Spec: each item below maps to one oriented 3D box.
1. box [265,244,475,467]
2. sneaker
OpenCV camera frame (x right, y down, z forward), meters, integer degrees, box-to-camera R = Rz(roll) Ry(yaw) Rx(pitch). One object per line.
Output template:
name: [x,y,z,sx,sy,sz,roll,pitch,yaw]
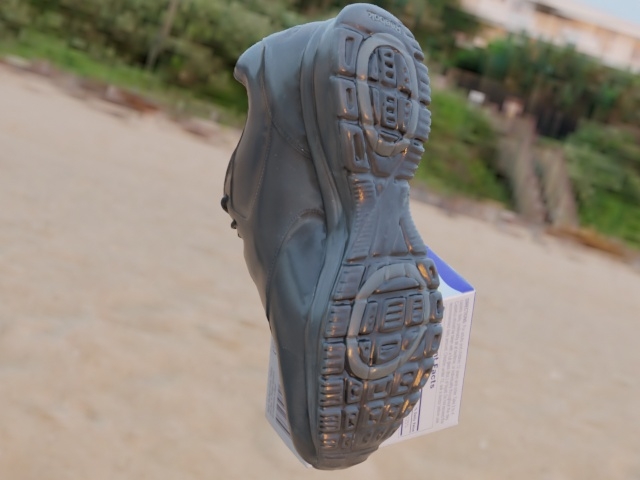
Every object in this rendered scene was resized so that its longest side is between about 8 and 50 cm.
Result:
box: [0.036,0.085,1.405,0.137,0.126,0.072,-12,35,-26]
sneaker: [0.000,0.000,1.183,0.130,0.286,0.109,-2,-6,42]
